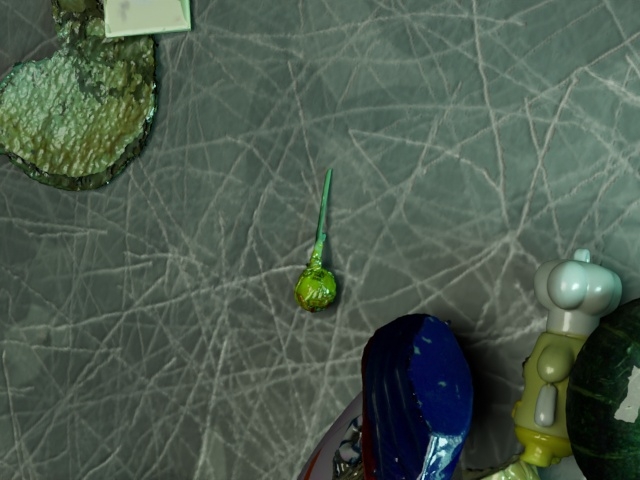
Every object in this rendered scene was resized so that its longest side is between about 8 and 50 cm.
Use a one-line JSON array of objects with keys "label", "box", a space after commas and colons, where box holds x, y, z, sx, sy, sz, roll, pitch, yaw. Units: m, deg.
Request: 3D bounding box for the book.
[{"label": "book", "box": [-0.157, -0.238, 1.316, 0.077, 0.014, 0.111, -5, 87, 5]}]

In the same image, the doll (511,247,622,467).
[{"label": "doll", "box": [0.180, 0.086, 1.090, 0.062, 0.106, 0.163, 12, 88, 19]}]

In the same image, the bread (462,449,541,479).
[{"label": "bread", "box": [0.137, 0.254, 1.120, 0.134, 0.085, 0.173, -27, 75, 18]}]

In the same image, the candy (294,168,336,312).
[{"label": "candy", "box": [0.000, 0.000, 1.237, 0.035, 0.035, 0.123, 3, 82, 19]}]

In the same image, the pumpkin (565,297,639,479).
[{"label": "pumpkin", "box": [0.252, 0.118, 1.021, 0.125, 0.167, 0.167, 12, 96, 58]}]

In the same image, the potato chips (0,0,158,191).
[{"label": "potato chips", "box": [-0.231, -0.158, 1.369, 0.202, 0.029, 0.220, 18, 100, 27]}]

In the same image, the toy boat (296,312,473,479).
[{"label": "toy boat", "box": [0.028, 0.169, 1.171, 0.318, 0.072, 0.219, -41, 28, 58]}]
